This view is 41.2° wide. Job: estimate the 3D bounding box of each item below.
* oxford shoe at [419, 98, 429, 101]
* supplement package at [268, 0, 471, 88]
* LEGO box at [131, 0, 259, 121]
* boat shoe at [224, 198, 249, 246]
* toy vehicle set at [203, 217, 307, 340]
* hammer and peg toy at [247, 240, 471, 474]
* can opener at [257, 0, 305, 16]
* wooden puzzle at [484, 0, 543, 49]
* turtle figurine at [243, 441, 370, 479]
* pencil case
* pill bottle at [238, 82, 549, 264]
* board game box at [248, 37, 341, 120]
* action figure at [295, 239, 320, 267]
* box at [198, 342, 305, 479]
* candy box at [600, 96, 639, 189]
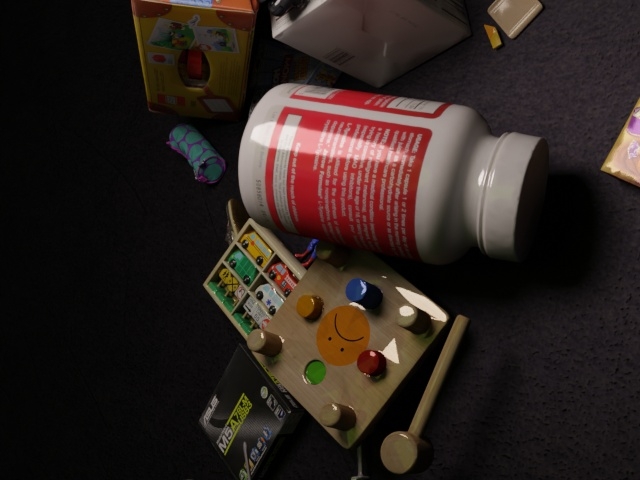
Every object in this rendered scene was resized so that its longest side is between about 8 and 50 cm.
[{"bbox_3d":[0.076,-0.168,1.440,0.271,0.097,0.098,-8,56,35],"label":"oxford shoe"},{"bbox_3d":[0.075,-0.385,1.362,0.204,0.262,0.145,-24,63,37],"label":"supplement package"},{"bbox_3d":[-0.208,-0.475,1.524,0.500,0.193,0.372,126,149,-76],"label":"LEGO box"},{"bbox_3d":[-0.160,-0.008,1.632,0.049,0.056,0.152,-31,59,28],"label":"boat shoe"},{"bbox_3d":[-0.086,0.107,1.514,0.267,0.035,0.166,47,112,29],"label":"toy vehicle set"},{"bbox_3d":[0.079,0.170,1.284,0.361,0.127,0.266,39,95,35],"label":"hammer and peg toy"},{"bbox_3d":[-0.018,-0.403,1.232,0.186,0.073,0.059,-43,45,17],"label":"can opener"},{"bbox_3d":[0.300,-0.356,1.317,0.116,0.014,0.078,-40,59,29],"label":"wooden puzzle"},{"bbox_3d":[-0.007,0.427,1.273,0.266,0.198,0.274,45,114,42],"label":"turtle figurine"},{"bbox_3d":[-0.257,-0.182,1.763,0.070,0.064,0.151,-40,50,-2],"label":"pencil case"},{"bbox_3d":[0.106,-0.093,1.231,0.408,0.229,0.229,12,88,25],"label":"pill bottle"},{"bbox_3d":[-0.051,-0.285,1.599,0.194,0.060,0.194,8,84,45],"label":"board game box"},{"bbox_3d":[0.000,0.000,1.499,0.115,0.030,0.038,-46,47,23],"label":"action figure"},{"bbox_3d":[-0.127,0.313,1.515,0.184,0.045,0.190,45,116,38],"label":"box"},{"bbox_3d":[0.455,-0.148,1.088,0.109,0.053,0.186,35,102,44],"label":"candy box"}]
